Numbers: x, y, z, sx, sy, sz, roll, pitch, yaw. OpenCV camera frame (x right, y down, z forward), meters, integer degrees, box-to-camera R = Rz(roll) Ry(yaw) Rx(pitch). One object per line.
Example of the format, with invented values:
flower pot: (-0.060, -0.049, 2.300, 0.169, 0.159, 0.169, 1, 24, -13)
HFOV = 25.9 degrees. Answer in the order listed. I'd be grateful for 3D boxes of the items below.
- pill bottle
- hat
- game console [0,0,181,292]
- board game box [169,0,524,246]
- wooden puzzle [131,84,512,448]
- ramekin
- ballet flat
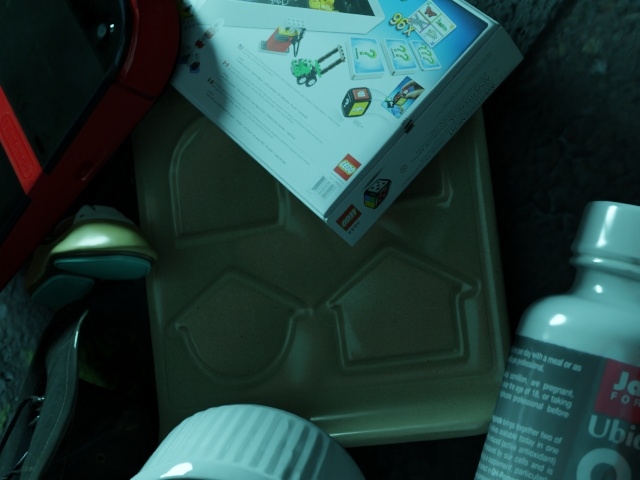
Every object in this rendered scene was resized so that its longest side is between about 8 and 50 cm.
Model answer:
pill bottle: (0.208, 0.141, 0.982, 0.176, 0.176, 0.318, 15, 88, 26)
hat: (-0.217, 0.223, 1.194, 0.134, 0.331, 0.331, 23, 100, -17)
game console: (-0.293, -0.177, 1.263, 0.342, 0.060, 0.386, -50, 52, 25)
board game box: (-0.009, -0.154, 1.107, 0.193, 0.053, 0.305, -47, 51, 0)
wooden puzzle: (0.000, 0.000, 1.158, 0.322, 0.080, 0.348, -9, 78, 25)
ramekin: (-0.055, 0.225, 1.085, 0.207, 0.109, 0.207, 10, 127, 14)
ballet flat: (-0.206, 0.005, 1.209, 0.232, 0.080, 0.073, -20, 61, 57)
